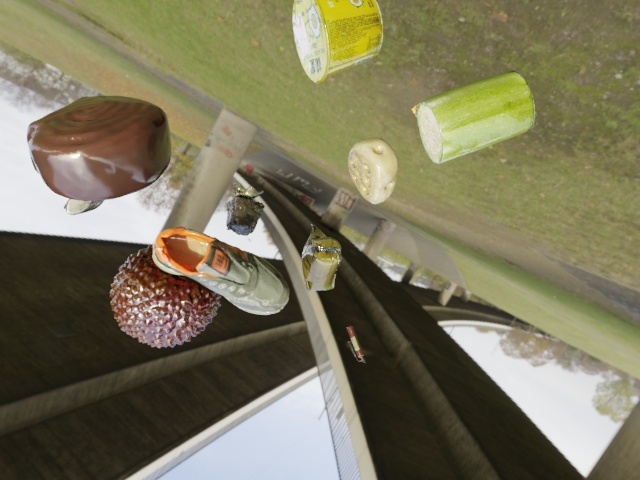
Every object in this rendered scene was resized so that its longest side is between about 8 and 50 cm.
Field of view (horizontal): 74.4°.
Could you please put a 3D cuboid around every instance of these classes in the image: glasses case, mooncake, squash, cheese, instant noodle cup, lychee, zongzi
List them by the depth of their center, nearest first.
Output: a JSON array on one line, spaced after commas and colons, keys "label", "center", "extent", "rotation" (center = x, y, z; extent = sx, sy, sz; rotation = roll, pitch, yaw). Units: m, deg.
[{"label": "mooncake", "center": [-0.534, -0.248, 1.039], "extent": [0.326, 0.174, 0.334], "rotation": [-27, -129, -33]}, {"label": "lychee", "center": [-0.444, 0.160, 1.211], "extent": [0.306, 0.330, 0.306], "rotation": [26, -153, -14]}, {"label": "cheese", "center": [0.178, -0.235, 1.415], "extent": [0.235, 0.117, 0.217], "rotation": [-141, 31, -69]}, {"label": "zongzi", "center": [0.000, 0.000, 1.420], "extent": [0.123, 0.289, 0.260], "rotation": [1, 149, -6]}, {"label": "glasses case", "center": [-0.828, -0.143, 1.503], "extent": [0.060, 0.114, 0.299], "rotation": [48, 168, -18]}, {"label": "instant noodle cup", "center": [0.068, -0.790, 1.600], "extent": [0.254, 0.325, 0.325], "rotation": [-20, -155, -15]}, {"label": "squash", "center": [0.600, -0.484, 1.644], "extent": [0.263, 0.385, 0.262], "rotation": [-19, -90, -89]}]

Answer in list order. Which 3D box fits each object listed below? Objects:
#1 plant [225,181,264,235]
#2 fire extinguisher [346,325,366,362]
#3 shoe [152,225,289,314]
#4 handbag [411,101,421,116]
[{"label": "plant", "center": [-0.299, -0.127, 1.656], "extent": [0.143, 0.203, 0.131], "rotation": [25, 162, -24]}, {"label": "fire extinguisher", "center": [0.153, 0.468, 1.875], "extent": [0.035, 0.049, 0.173], "rotation": [103, 146, -71]}, {"label": "shoe", "center": [-0.217, 0.056, 0.934], "extent": [0.337, 0.132, 0.171], "rotation": [25, 164, -5]}, {"label": "handbag", "center": [0.464, -0.589, 1.940], "extent": [0.083, 0.061, 0.027], "rotation": [47, -166, -17]}]
